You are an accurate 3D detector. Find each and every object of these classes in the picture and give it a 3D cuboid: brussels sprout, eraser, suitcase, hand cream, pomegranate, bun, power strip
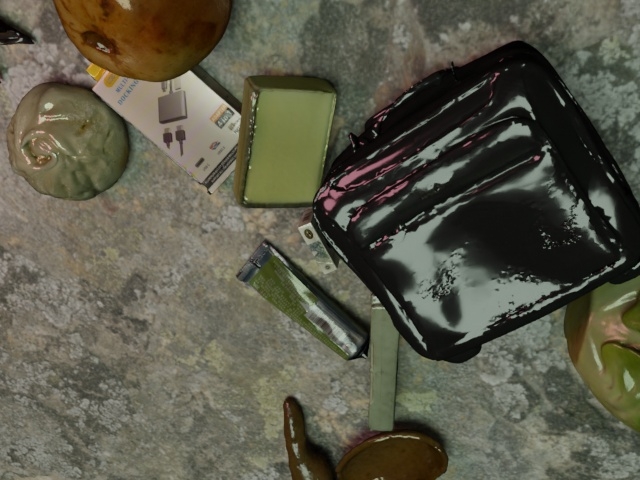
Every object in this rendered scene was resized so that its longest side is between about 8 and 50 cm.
[{"bbox_3d":[0.467,0.131,0.948,0.294,0.227,0.260,11,106,15],"label":"brussels sprout"},{"bbox_3d":[-0.051,-0.129,0.984,0.117,0.058,0.172,-3,123,-21],"label":"eraser"},{"bbox_3d":[0.194,-0.047,0.941,0.345,0.188,0.339,-32,103,27],"label":"suitcase"},{"bbox_3d":[-0.017,0.100,1.138,0.235,0.055,0.086,39,117,-2],"label":"hand cream"},{"bbox_3d":[-0.202,-0.300,0.864,0.215,0.215,0.215,5,120,9],"label":"pomegranate"},{"bbox_3d":[-0.365,-0.129,1.049,0.183,0.102,0.183,5,122,8],"label":"bun"},{"bbox_3d":[0.097,0.185,1.137,0.048,0.080,0.286,5,120,8],"label":"power strip"}]

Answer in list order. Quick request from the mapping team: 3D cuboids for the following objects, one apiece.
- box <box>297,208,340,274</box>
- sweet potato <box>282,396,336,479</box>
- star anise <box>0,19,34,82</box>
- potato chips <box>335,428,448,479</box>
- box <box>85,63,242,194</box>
[{"bbox_3d":[0.000,0.000,1.069,0.024,0.054,0.083,-23,112,18],"label":"box"},{"bbox_3d":[-0.021,0.394,1.285,0.074,0.075,0.269,-18,104,21],"label":"sweet potato"},{"bbox_3d":[-0.527,-0.304,0.987,0.271,0.102,0.272,5,123,8],"label":"star anise"},{"bbox_3d":[0.117,0.377,1.258,0.150,0.049,0.202,35,119,-12],"label":"potato chips"},{"bbox_3d":[-0.202,-0.186,1.021,0.247,0.033,0.129,40,119,-11],"label":"box"}]
